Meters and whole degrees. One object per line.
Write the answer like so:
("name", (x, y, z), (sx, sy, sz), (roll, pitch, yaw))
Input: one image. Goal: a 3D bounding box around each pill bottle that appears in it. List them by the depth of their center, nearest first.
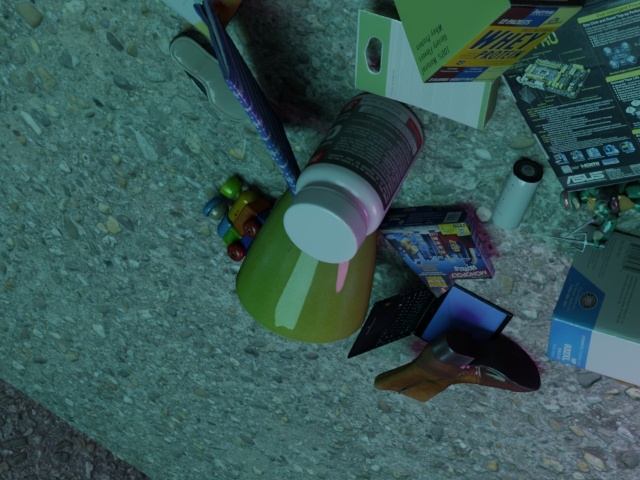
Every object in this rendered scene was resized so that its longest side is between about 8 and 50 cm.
("pill bottle", (0.056, -0.108, 1.775), (0.161, 0.283, 0.161), (19, 142, 16))

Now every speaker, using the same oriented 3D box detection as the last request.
("speaker", (0.342, -0.078, 1.799), (0.055, 0.055, 0.136), (25, 143, 9))

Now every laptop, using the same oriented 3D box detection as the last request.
("laptop", (0.222, 0.199, 2.141), (0.136, 0.264, 0.234), (60, 152, 25))

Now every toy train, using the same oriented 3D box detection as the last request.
("toy train", (-0.147, -0.079, 2.130), (0.143, 0.105, 0.248), (46, 135, 8))

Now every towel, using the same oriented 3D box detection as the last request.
("towel", (-0.118, -0.231, 1.783), (0.040, 0.243, 0.336), (-27, 138, 5))

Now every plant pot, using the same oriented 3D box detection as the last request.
("plant pot", (0.000, 0.000, 1.984), (0.274, 0.275, 0.293), (25, 128, 8))

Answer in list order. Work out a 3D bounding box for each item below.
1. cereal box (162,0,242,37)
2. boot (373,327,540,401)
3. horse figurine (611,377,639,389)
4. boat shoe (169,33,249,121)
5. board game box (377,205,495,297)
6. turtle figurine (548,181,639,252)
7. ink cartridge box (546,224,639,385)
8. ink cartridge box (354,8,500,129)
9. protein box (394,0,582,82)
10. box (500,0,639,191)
("cereal box", (-0.237, -0.471, 1.757), (0.240, 0.047, 0.173), (36, 144, -8))
("boot", (0.292, 0.302, 2.196), (0.264, 0.096, 0.280), (16, 145, -23))
("horse figurine", (0.674, 0.264, 1.956), (0.263, 0.066, 0.174), (24, 138, 14))
("boat shoe", (-0.204, -0.309, 1.935), (0.206, 0.075, 0.065), (45, -175, -26))
("board game box", (0.239, 0.023, 1.988), (0.194, 0.060, 0.194), (-3, 132, 38))
("turtle figurine", (0.477, -0.057, 1.672), (0.234, 0.118, 0.175), (-5, 165, 22))
("ink cartridge box", (0.565, 0.127, 1.738), (0.307, 0.223, 0.129), (16, 142, 20))
("ink cartridge box", (0.175, -0.289, 1.673), (0.235, 0.056, 0.171), (22, 143, 17))
("protein box", (0.216, -0.353, 1.418), (0.200, 0.136, 0.201), (-38, 65, 52))
("box", (0.474, -0.237, 1.487), (0.395, 0.097, 0.318), (-9, 130, 42))
